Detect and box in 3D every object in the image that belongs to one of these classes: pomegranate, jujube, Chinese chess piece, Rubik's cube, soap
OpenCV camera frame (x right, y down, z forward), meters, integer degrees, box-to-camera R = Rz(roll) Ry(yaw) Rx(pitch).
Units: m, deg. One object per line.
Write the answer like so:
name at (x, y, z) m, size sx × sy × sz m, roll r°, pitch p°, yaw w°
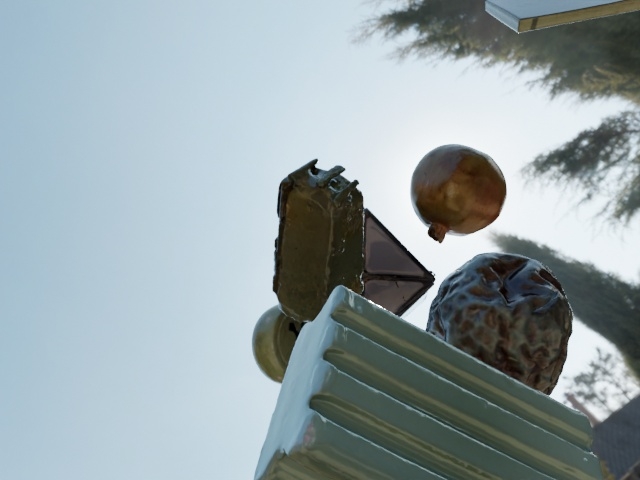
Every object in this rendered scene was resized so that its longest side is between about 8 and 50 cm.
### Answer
pomegranate at (0.354, -0.116, 1.369) m, size 0.229 × 0.252 × 0.270 m, roll 35°, pitch -99°, yaw -42°
jujube at (0.269, 0.168, 0.815) m, size 0.226 × 0.226 × 0.317 m, roll -20°, pitch -42°, yaw -22°
Chinese chess piece at (-0.080, 0.288, 1.429) m, size 0.092 × 0.238 × 0.237 m, roll -19°, pitch -23°, yaw 40°
Rubik's cube at (0.113, 0.139, 1.498) m, size 0.305 × 0.310 × 0.307 m, roll -42°, pitch -14°, yaw -9°
soap at (0.097, 0.168, 0.419) m, size 0.265 × 0.160 × 0.088 m, roll 28°, pitch -53°, yaw -8°

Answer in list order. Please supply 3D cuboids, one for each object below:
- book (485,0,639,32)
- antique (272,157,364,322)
book at (0.450, -0.420, 0.901) m, size 0.269 × 0.191 × 0.025 m, roll -10°, pitch -57°, yaw 4°
antique at (0.000, 0.000, 0.888) m, size 0.150 × 0.125 × 0.284 m, roll -40°, pitch -37°, yaw -41°
